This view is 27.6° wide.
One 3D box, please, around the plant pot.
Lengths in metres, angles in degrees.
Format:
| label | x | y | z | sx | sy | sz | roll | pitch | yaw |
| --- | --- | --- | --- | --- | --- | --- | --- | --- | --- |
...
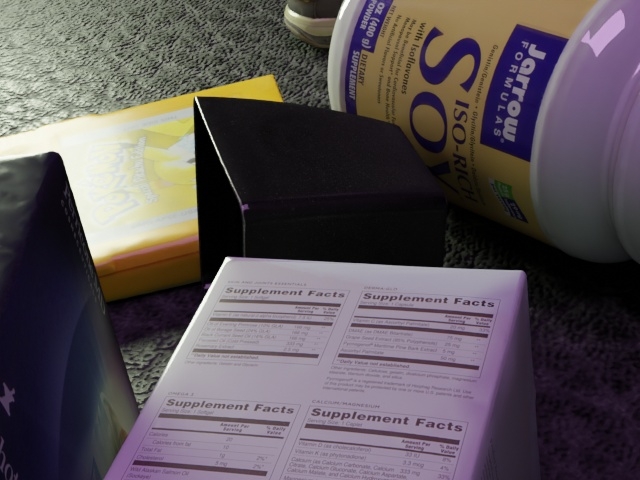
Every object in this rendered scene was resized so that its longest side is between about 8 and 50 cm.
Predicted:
| label | x | y | z | sx | sy | sz | roll | pitch | yaw |
| --- | --- | --- | --- | --- | --- | --- | --- | --- | --- |
| plant pot | 0.000 | 0.000 | 1.028 | 0.167 | 0.188 | 0.187 | -7 | 33 | -13 |

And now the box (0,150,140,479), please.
| label | x | y | z | sx | sy | sz | roll | pitch | yaw |
| --- | --- | --- | --- | --- | --- | --- | --- | --- | --- |
| box | -0.216 | 0.151 | 0.747 | 0.182 | 0.296 | 0.294 | -7 | 35 | 5 |

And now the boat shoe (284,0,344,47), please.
| label | x | y | z | sx | sy | sz | roll | pitch | yaw |
| --- | --- | --- | --- | --- | --- | --- | --- | --- | --- |
| boat shoe | 0.122 | -0.332 | 1.499 | 0.355 | 0.130 | 0.132 | -23 | 37 | -18 |

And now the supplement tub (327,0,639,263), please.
| label | x | y | z | sx | sy | sz | roll | pitch | yaw |
| --- | --- | --- | --- | --- | --- | --- | --- | --- | --- |
| supplement tub | 0.195 | -0.122 | 1.087 | 0.241 | 0.241 | 0.331 | -34 | 41 | -30 |

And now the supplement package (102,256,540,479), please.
| label | x | y | z | sx | sy | sz | roll | pitch | yaw |
| --- | --- | --- | --- | --- | --- | --- | --- | --- | --- |
| supplement package | 0.009 | 0.167 | 0.754 | 0.198 | 0.199 | 0.263 | 2 | 36 | 18 |

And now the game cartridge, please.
| label | x | y | z | sx | sy | sz | roll | pitch | yaw |
| --- | --- | --- | --- | --- | --- | --- | --- | --- | --- |
| game cartridge | -0.175 | -0.048 | 1.238 | 0.323 | 0.053 | 0.285 | -12 | 35 | -6 |
